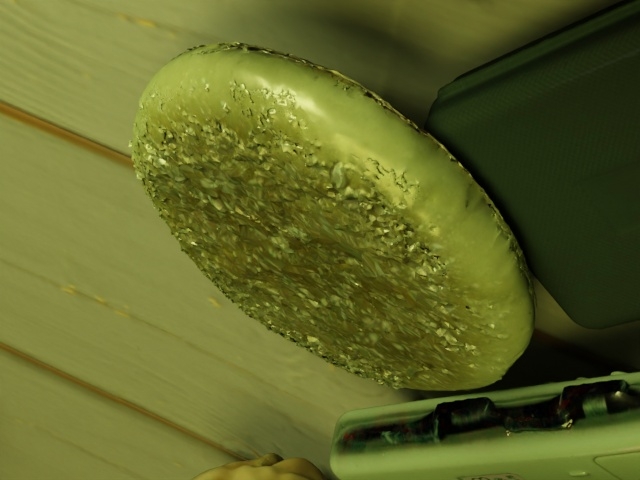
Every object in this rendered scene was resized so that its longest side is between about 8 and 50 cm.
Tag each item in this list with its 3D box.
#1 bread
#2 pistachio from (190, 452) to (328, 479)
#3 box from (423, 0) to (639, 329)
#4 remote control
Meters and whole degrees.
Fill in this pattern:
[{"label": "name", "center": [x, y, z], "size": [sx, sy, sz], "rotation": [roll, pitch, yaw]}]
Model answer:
[{"label": "bread", "center": [0.000, 0.000, 0.771], "size": [0.267, 0.040, 0.267], "rotation": [28, 153, 16]}, {"label": "pistachio", "center": [-0.035, 0.238, 1.009], "size": [0.144, 0.144, 0.215], "rotation": [6, 142, 30]}, {"label": "box", "center": [0.171, -0.043, 0.637], "size": [0.230, 0.050, 0.160], "rotation": [-21, 118, 46]}, {"label": "remote control", "center": [0.147, 0.121, 0.801], "size": [0.140, 0.056, 0.296], "rotation": [28, 150, -37]}]
